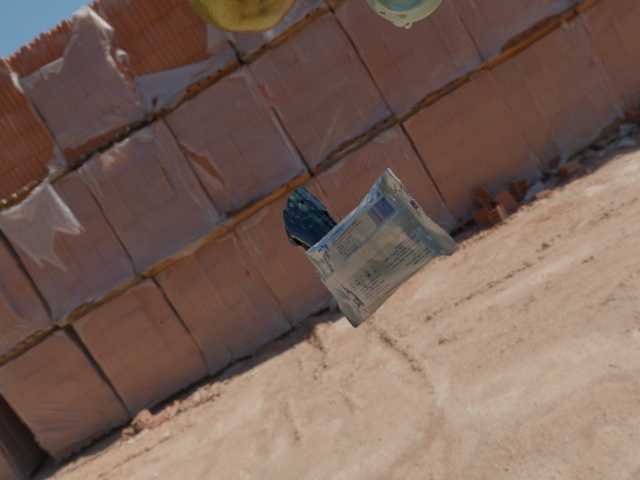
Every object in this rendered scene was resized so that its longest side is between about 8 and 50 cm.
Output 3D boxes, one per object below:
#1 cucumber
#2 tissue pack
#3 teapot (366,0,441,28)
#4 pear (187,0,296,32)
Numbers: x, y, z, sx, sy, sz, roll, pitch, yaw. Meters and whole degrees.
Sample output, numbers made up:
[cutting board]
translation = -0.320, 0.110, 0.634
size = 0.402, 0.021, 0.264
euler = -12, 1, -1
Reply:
[cucumber]
translation = 0.000, 0.000, 1.012
size = 0.085, 0.115, 0.193
euler = -32, 49, -20
[tissue pack]
translation = 0.063, 0.016, 0.676
size = 0.193, 0.123, 0.026
euler = -45, -6, 39
[teapot]
translation = 0.158, -0.474, 0.945
size = 0.158, 0.232, 0.159
euler = 6, 37, -5
[pear]
translation = -0.123, -0.415, 0.837
size = 0.199, 0.200, 0.200
euler = -29, 10, 5
